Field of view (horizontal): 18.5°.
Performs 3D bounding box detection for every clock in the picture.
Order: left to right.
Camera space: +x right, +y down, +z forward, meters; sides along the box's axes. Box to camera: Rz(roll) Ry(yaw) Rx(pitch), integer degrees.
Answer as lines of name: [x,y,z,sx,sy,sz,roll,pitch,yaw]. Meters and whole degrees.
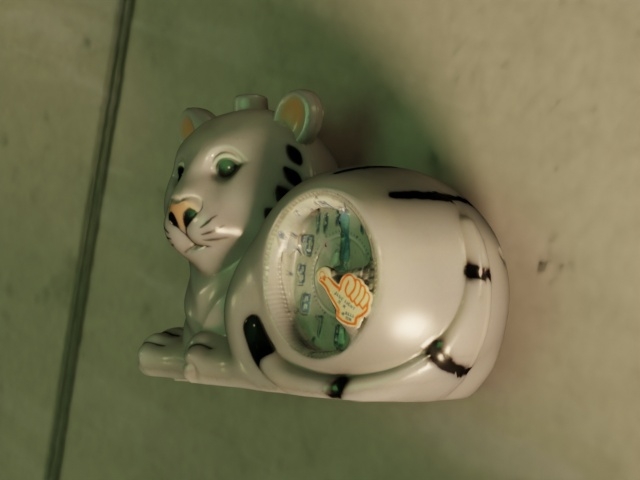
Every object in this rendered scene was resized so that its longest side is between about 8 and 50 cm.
clock: [0.000,0.000,0.758,0.176,0.080,0.117,3,92,48]
